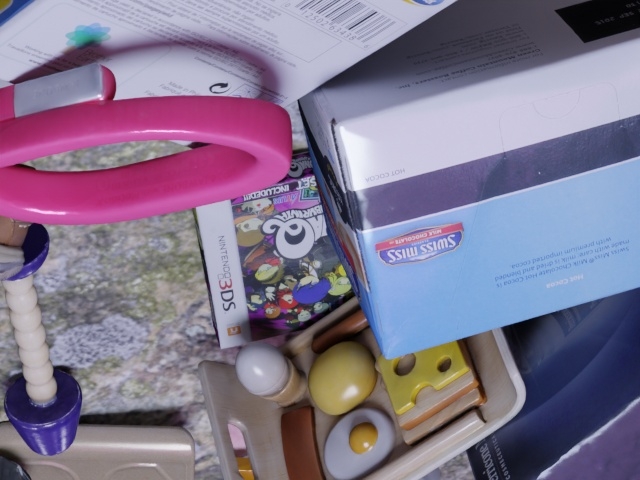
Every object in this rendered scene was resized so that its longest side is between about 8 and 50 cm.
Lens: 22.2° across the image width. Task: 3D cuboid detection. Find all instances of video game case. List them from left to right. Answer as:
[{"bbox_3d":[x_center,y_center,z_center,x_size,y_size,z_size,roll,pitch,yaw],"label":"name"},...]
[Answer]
[{"bbox_3d":[0.000,0.000,1.562,0.232,0.042,0.210,-12,137,-7],"label":"video game case"}]

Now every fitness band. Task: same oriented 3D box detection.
[{"bbox_3d":[-0.160,-0.063,1.220,0.290,0.054,0.209,-10,162,31],"label":"fitness band"}]

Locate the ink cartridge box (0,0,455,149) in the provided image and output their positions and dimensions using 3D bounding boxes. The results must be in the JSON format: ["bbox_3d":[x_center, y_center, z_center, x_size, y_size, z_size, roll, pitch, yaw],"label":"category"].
[{"bbox_3d":[-0.036,-0.236,1.145,0.395,0.151,0.270,-28,152,31],"label":"ink cartridge box"}]

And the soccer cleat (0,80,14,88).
[{"bbox_3d":[-0.324,-0.169,1.234,0.331,0.116,0.143,15,128,-30],"label":"soccer cleat"}]

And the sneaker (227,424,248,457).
[{"bbox_3d":[-0.080,0.178,1.703,0.070,0.051,0.134,-15,139,-7],"label":"sneaker"}]

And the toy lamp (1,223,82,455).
[{"bbox_3d":[-0.274,0.101,1.544,0.080,0.080,0.275,-11,133,-8],"label":"toy lamp"}]

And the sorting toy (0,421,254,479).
[{"bbox_3d":[-0.193,0.279,1.739,0.307,0.041,0.229,2,129,-4],"label":"sorting toy"}]

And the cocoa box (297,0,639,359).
[{"bbox_3d":[0.170,-0.089,1.366,0.347,0.231,0.228,-16,121,-5],"label":"cocoa box"}]

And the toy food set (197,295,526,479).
[{"bbox_3d":[0.030,0.121,1.502,0.306,0.220,0.092,-35,136,18],"label":"toy food set"}]

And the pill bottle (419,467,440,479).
[{"bbox_3d":[0.012,0.302,1.792,0.136,0.136,0.245,27,120,-37],"label":"pill bottle"}]

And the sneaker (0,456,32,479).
[{"bbox_3d":[-0.364,0.266,1.676,0.178,0.072,0.077,-8,152,24],"label":"sneaker"}]

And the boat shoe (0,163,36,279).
[{"bbox_3d":[-0.384,-0.069,1.331,0.324,0.123,0.116,21,90,-23],"label":"boat shoe"}]

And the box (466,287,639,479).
[{"bbox_3d":[0.284,0.131,1.500,0.294,0.296,0.183,-41,113,13],"label":"box"}]
